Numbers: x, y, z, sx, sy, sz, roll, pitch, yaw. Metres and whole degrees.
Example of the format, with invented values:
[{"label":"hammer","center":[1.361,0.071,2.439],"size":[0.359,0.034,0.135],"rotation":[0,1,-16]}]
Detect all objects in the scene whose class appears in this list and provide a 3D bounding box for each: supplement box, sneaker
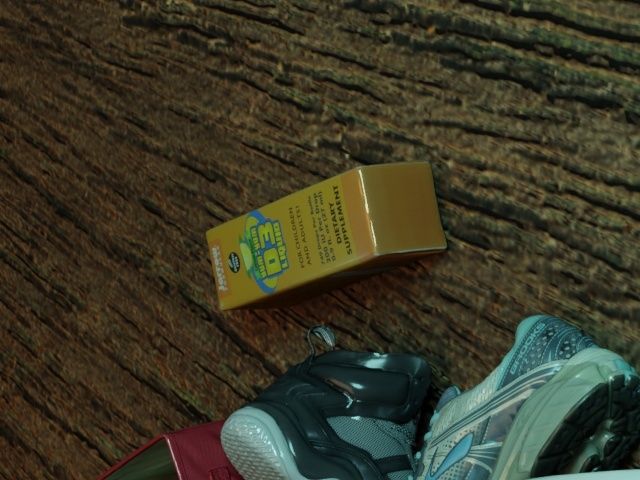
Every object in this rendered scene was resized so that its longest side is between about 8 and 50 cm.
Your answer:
[{"label":"supplement box","center":[0.000,0.000,1.557],"size":[0.233,0.080,0.078],"rotation":[-23,77,54]},{"label":"sneaker","center":[0.064,0.181,1.492],"size":[0.268,0.153,0.101],"rotation":[39,154,-2]},{"label":"sneaker","center":[0.118,0.177,1.385],"size":[0.283,0.110,0.122],"rotation":[-51,43,11]}]

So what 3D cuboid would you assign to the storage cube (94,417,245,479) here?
[{"label":"storage cube","center":[-0.063,0.254,1.594],"size":[0.215,0.193,0.184],"rotation":[-37,68,50]}]

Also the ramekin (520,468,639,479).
[{"label":"ramekin","center":[0.224,0.207,1.166],"size":[0.273,0.273,0.127],"rotation":[-17,72,53]}]
